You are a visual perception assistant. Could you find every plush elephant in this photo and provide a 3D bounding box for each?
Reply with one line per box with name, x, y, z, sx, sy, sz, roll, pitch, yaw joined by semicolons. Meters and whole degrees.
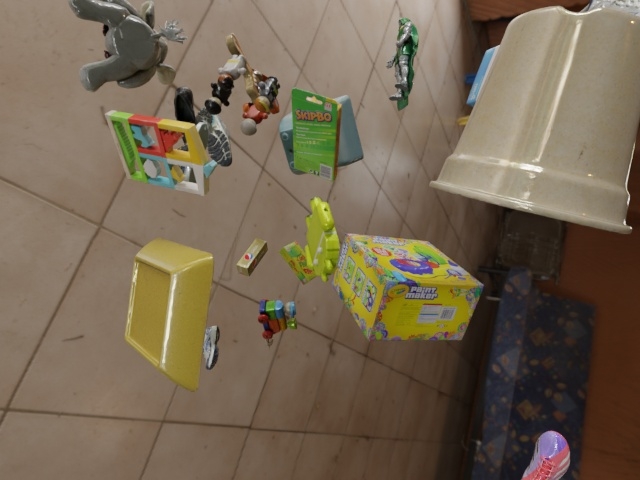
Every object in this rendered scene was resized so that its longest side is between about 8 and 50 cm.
plush elephant;-0.593;-0.621;1.326;0.330;0.255;0.271;-13;105;-13

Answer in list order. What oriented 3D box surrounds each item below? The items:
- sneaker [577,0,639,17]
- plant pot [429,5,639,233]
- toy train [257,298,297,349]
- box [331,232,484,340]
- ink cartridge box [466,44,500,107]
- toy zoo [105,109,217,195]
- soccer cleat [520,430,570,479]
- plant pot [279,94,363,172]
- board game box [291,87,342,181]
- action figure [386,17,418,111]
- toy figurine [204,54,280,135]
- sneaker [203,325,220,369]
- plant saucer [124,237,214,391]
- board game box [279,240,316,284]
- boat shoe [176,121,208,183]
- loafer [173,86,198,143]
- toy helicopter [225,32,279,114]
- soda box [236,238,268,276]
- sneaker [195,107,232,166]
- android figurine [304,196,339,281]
sneaker;0.724;-0.538;1.015;0.111;0.297;0.129;-58;133;-41
plant pot;0.395;-0.202;0.716;0.334;0.334;0.305;-6;113;-56
toy train;-0.155;0.338;1.639;0.105;0.143;0.248;-92;175;-54
box;0.224;0.124;1.150;0.290;0.279;0.177;5;112;-22
ink cartridge box;0.653;-0.511;1.330;0.198;0.270;0.197;18;96;-14
toy zoo;-0.395;-0.218;1.063;0.030;0.293;0.192;-60;157;-45
soccer cleat;0.560;0.598;1.058;0.095;0.083;0.248;-14;123;-42
plant pot;-0.018;-0.367;1.527;0.252;0.247;0.247;-45;124;-55
board game box;-0.012;-0.271;1.074;0.259;0.124;0.039;90;26;-55
action figure;0.206;-0.462;1.036;0.137;0.064;0.232;117;-18;-69
toy figurine;-0.258;-0.473;1.371;0.213;0.209;0.148;31;63;-19
sneaker;-0.352;0.336;1.302;0.052;0.058;0.135;80;9;-64
plant saucer;-0.405;0.172;1.055;0.081;0.333;0.332;7;93;-45
board game box;-0.090;0.096;1.814;0.181;0.043;0.092;52;36;7
boat shoe;-0.382;-0.252;1.181;0.065;0.083;0.183;-14;121;-76
loafer;-0.467;-0.415;1.439;0.078;0.076;0.223;-83;177;-51
toy helicopter;-0.293;-0.696;1.745;0.235;0.140;0.355;-90;159;-45
soda box;-0.309;0.075;1.892;0.061;0.058;0.181;88;24;-45
sneaker;-0.432;-0.447;1.812;0.122;0.110;0.283;4;61;-64
android figurine;0.000;0.000;1.323;0.248;0.056;0.272;110;-26;-50
